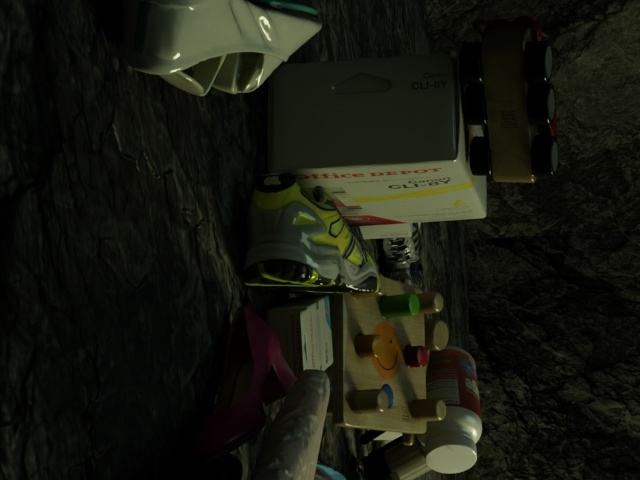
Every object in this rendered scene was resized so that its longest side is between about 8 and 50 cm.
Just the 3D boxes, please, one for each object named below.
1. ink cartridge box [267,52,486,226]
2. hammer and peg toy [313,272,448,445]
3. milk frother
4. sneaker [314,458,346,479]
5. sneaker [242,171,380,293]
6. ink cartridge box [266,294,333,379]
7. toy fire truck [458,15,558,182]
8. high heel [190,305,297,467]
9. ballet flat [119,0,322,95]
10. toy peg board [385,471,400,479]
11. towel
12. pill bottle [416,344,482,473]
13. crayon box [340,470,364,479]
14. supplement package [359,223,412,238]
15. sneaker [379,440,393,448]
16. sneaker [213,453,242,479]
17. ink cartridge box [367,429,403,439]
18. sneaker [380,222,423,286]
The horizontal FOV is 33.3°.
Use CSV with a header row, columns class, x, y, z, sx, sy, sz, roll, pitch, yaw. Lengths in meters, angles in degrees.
class,x,y,z,sx,sy,sz,roll,pitch,yaw
ink cartridge box,0.099,-0.139,1.651,0.385,0.279,0.160,39,50,-72
hammer and peg toy,0.132,0.200,1.787,0.361,0.127,0.265,20,66,-52
milk frother,0.133,0.410,1.961,0.129,0.135,0.143,49,23,-16
sneaker,-0.012,0.395,1.421,0.125,0.104,0.261,-75,158,-48
sneaker,0.000,0.000,1.485,0.385,0.145,0.147,30,58,-76
ink cartridge box,-0.032,0.137,1.490,0.180,0.060,0.104,-13,100,-77
toy fire truck,0.274,-0.227,1.543,0.246,0.159,0.217,-56,141,-52
high heel,-0.103,0.160,1.203,0.117,0.082,0.244,57,31,-3
ballet flat,-0.111,-0.221,1.155,0.400,0.139,0.139,-19,105,-72
toy peg board,0.112,0.523,1.881,0.160,0.079,0.161,106,-33,-44
towel,-0.055,0.334,1.141,0.332,0.053,0.316,-64,165,-74
pill bottle,0.231,0.308,1.949,0.216,0.121,0.121,-89,167,-45
crayon box,0.036,0.539,1.633,0.202,0.081,0.318,68,23,-55
supplement package,0.119,-0.096,2.102,0.179,0.105,0.105,68,22,-52
sneaker,0.150,0.469,2.190,0.094,0.080,0.212,-93,-179,-64
sneaker,-0.104,0.276,1.209,0.035,0.031,0.083,-72,155,-56
ink cartridge box,0.127,0.249,2.051,0.237,0.100,0.172,73,20,-45
sneaker,0.173,0.024,2.300,0.268,0.101,0.153,55,31,-71
